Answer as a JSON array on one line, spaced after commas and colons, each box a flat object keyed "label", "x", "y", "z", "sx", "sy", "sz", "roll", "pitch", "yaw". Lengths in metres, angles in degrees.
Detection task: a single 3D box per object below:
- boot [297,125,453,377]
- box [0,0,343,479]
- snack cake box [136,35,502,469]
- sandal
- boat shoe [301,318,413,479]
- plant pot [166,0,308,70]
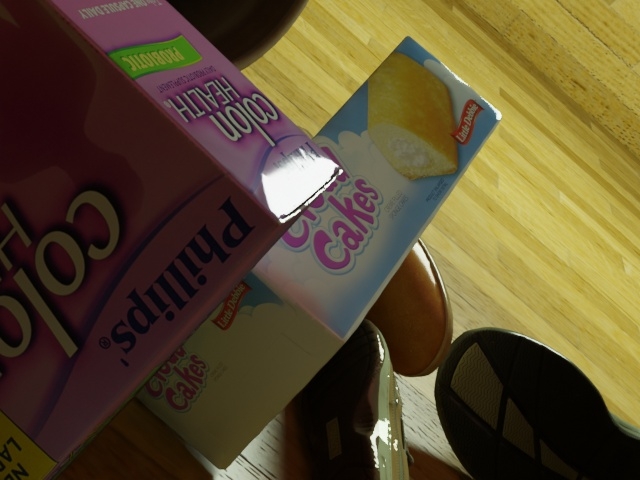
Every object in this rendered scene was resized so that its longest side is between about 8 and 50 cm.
[{"label": "boot", "x": -0.045, "y": -0.014, "z": 0.949, "sx": 0.211, "sy": 0.104, "sz": 0.295, "roll": 10, "pitch": 35, "yaw": -46}, {"label": "box", "x": -0.156, "y": -0.031, "z": 0.597, "sx": 0.243, "sy": 0.213, "sz": 0.117, "roll": 44, "pitch": 21, "yaw": 0}, {"label": "snack cake box", "x": 0.000, "y": 0.000, "z": 0.787, "sx": 0.089, "sy": 0.152, "sz": 0.264, "roll": 40, "pitch": 42, "yaw": -2}, {"label": "sandal", "x": 0.202, "y": 0.174, "z": 1.026, "sx": 0.302, "sy": 0.120, "sz": 0.086, "roll": 35, "pitch": -5, "yaw": -25}, {"label": "boat shoe", "x": 0.031, "y": 0.134, "z": 0.842, "sx": 0.072, "sy": 0.068, "sz": 0.190, "roll": 46, "pitch": 27, "yaw": -28}, {"label": "plant pot", "x": -0.155, "y": -0.301, "z": 1.113, "sx": 0.229, "sy": 0.263, "sz": 0.263, "roll": 38, "pitch": 14, "yaw": 38}]
